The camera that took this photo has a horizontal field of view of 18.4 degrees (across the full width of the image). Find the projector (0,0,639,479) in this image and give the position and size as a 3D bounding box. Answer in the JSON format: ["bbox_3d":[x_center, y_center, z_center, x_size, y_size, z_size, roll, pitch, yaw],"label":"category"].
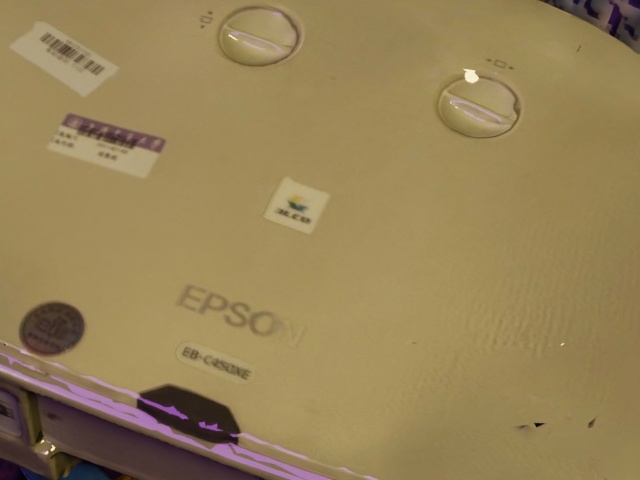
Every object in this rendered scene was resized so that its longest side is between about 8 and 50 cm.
[{"bbox_3d":[0.000,0.000,0.582,0.269,0.088,0.194,19,55,12],"label":"projector"}]

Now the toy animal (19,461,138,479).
[{"bbox_3d":[-0.071,0.050,0.654,0.208,0.103,0.100,33,123,22],"label":"toy animal"}]
